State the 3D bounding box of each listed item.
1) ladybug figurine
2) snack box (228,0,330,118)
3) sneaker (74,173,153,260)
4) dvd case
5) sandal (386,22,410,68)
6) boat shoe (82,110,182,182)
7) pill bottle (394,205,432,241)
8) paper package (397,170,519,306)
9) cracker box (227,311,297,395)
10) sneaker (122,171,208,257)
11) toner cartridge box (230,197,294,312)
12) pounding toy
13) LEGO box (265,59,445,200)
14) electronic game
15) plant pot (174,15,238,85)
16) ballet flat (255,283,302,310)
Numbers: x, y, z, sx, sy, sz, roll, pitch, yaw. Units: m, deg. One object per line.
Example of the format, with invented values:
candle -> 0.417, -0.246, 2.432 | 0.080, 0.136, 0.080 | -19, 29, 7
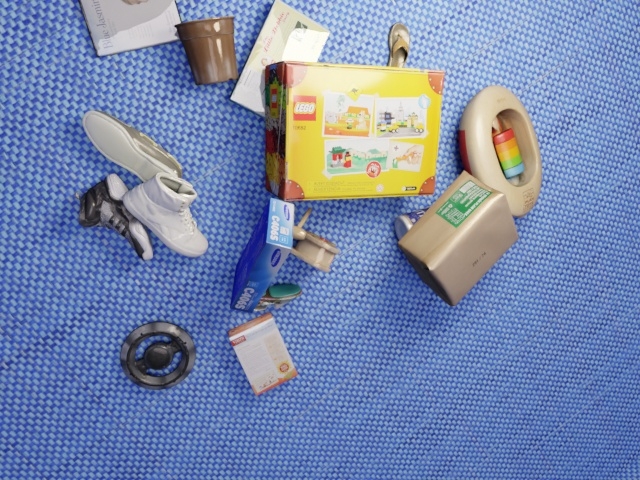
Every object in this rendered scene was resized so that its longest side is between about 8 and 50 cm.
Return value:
ladybug figurine -> 0.588, -0.282, 1.666 | 0.305, 0.162, 0.449 | -24, 101, -29
snack box -> -0.124, -0.525, 1.499 | 0.187, 0.060, 0.321 | 25, 94, -20
sneaker -> -0.600, -0.046, 1.450 | 0.153, 0.101, 0.268 | -24, 100, -9
dvd case -> -0.523, -0.628, 1.391 | 0.253, 0.022, 0.180 | -17, 105, -11
sandal -> 0.250, -0.599, 1.591 | 0.072, 0.049, 0.180 | 5, 100, -16
boat shoe -> -0.530, -0.260, 1.428 | 0.305, 0.091, 0.109 | 40, 119, -18
pill bottle -> 0.358, -0.054, 1.696 | 0.187, 0.112, 0.111 | -17, 105, -15
paper package -> 0.442, 0.002, 1.589 | 0.325, 0.168, 0.309 | -46, 141, -1
cracker box -> -0.191, 0.375, 1.660 | 0.156, 0.067, 0.232 | -24, 107, -10
sneaker -> -0.399, -0.070, 1.440 | 0.169, 0.108, 0.292 | -27, 129, 25
toner cartridge box -> -0.174, 0.053, 1.452 | 0.075, 0.165, 0.347 | 15, 138, -18
pounding toy -> 0.000, 0.000, 1.537 | 0.154, 0.269, 0.154 | 28, 94, 15
LEGO box -> 0.098, -0.323, 1.494 | 0.501, 0.193, 0.372 | -4, 105, -21
electronic game -> -0.512, 0.365, 1.581 | 0.229, 0.048, 0.229 | -3, 103, -13
plant pot -> -0.307, -0.529, 1.405 | 0.167, 0.167, 0.165 | -15, 112, -12
ballet flat -> -0.171, 0.190, 1.632 | 0.222, 0.077, 0.079 | -4, 121, -9
